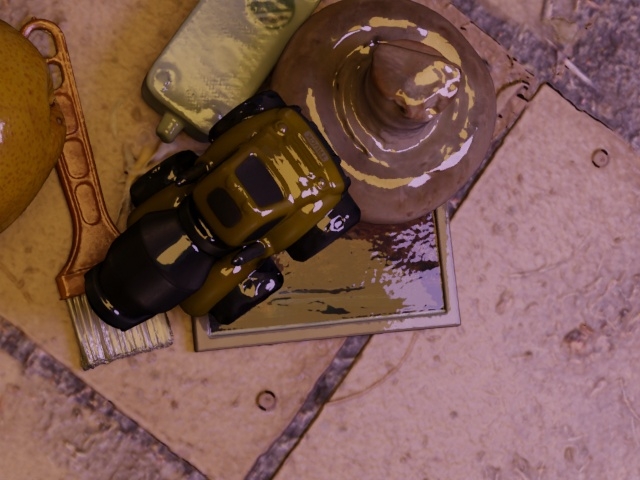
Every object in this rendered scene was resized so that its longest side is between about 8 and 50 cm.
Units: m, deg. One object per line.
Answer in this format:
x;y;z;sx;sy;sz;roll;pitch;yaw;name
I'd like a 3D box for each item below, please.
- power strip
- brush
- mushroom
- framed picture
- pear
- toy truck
-0.036;-0.243;1.785;0.091;0.062;0.385;36;77;-9;power strip
-0.211;-0.047;1.747;0.090;0.017;0.314;-15;88;-18;brush
0.061;-0.119;1.711;0.204;0.204;0.204;1;84;-14;mushroom
0.000;0.000;1.793;0.250;0.016;0.184;-4;86;-14;framed picture
-0.312;-0.095;1.633;0.209;0.209;0.209;1;84;-14;pear
-0.090;-0.012;1.653;0.147;0.224;0.165;56;38;2;toy truck
